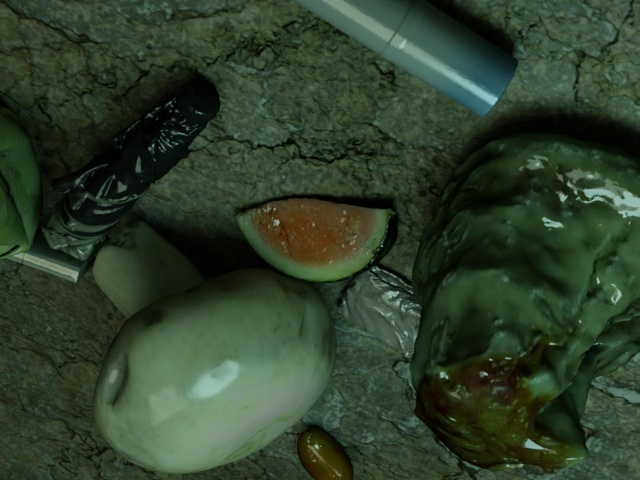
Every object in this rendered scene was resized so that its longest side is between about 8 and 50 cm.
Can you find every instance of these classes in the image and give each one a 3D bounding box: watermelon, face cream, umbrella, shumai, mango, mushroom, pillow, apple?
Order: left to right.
[{"bbox_3d":[-0.470,-0.077,1.854,0.174,0.207,0.188,20,149,16],"label":"apple"},{"bbox_3d":[-0.250,-0.103,1.792,0.106,0.113,0.357,46,131,-5],"label":"umbrella"},{"bbox_3d":[-0.165,0.171,1.896,0.353,0.353,0.325,8,125,20],"label":"mushroom"},{"bbox_3d":[0.003,-0.004,1.811,0.245,0.063,0.119,0,117,35],"label":"watermelon"},{"bbox_3d":[0.006,0.344,2.198,0.077,0.063,0.127,-10,125,42],"label":"mango"},{"bbox_3d":[0.089,-0.228,1.484,0.250,0.077,0.077,32,141,-6],"label":"face cream"},{"bbox_3d":[0.142,0.127,1.890,0.248,0.049,0.135,31,146,-3],"label":"pillow"},{"bbox_3d":[0.245,0.098,1.584,0.324,0.323,0.397,29,142,-2],"label":"shumai"}]

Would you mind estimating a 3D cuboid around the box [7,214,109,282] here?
[{"bbox_3d":[-0.426,-0.007,1.980,0.220,0.122,0.032,19,115,6],"label":"box"}]
